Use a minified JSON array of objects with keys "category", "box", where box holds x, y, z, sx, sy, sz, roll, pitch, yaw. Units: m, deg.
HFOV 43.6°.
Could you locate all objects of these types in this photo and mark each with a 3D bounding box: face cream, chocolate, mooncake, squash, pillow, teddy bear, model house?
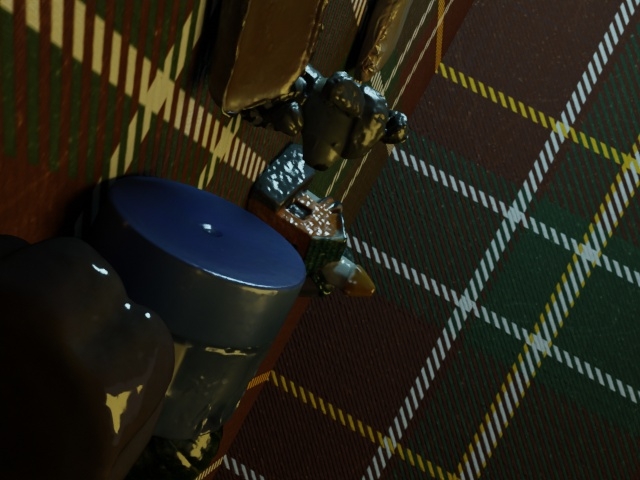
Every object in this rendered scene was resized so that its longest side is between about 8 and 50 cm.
[{"category":"face cream","box":[-0.173,0.078,0.941,0.225,0.249,0.249,-61,172,18]},{"category":"chocolate","box":[-0.065,-0.286,0.958,0.161,0.083,0.261,-26,147,-46]},{"category":"mooncake","box":[-0.245,0.113,0.696,0.133,0.245,0.245,-54,169,-50]},{"category":"squash","box":[-0.258,0.296,1.279,0.218,0.172,0.218,-26,-149,17]},{"category":"pillow","box":[0.139,-0.454,1.659,0.270,0.067,0.173,-67,175,36]},{"category":"teddy bear","box":[-0.010,-0.187,1.157,0.144,0.251,0.171,-62,157,-6]},{"category":"model house","box":[0.000,0.000,1.586,0.190,0.301,0.271,-45,163,-39]}]
